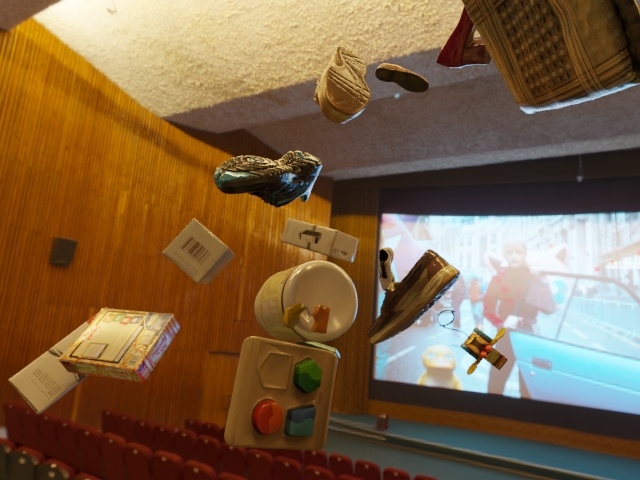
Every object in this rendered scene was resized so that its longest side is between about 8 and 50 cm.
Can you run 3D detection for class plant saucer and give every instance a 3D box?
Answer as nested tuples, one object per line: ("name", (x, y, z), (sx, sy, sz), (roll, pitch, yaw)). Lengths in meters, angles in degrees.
("plant saucer", (-0.017, 0.398, 1.661), (0.192, 0.018, 0.067), (10, -31, 27))

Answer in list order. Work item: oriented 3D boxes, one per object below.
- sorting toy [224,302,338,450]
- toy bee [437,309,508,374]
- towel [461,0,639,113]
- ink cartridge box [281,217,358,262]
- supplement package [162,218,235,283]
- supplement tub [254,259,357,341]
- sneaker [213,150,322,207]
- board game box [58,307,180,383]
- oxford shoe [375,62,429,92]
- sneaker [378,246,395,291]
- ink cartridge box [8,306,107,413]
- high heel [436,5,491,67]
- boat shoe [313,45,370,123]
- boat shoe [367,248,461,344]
("sorting toy", (-0.063, 0.279, 0.939), (0.229, 0.307, 0.041), (18, -18, -29))
("toy bee", (0.543, 0.375, 1.512), (0.298, 0.195, 0.162), (15, 10, -16))
("towel", (0.240, -0.311, 0.539), (0.056, 0.324, 0.312), (-26, 7, 11))
("ink cartridge box", (0.000, 0.000, 0.955), (0.135, 0.056, 0.099), (15, -2, 35))
("supplement package", (-0.279, 0.033, 1.037), (0.105, 0.105, 0.179), (40, -9, 0))
("supplement tub", (-0.060, 0.199, 1.384), (0.235, 0.235, 0.325), (9, -16, -26))
("sneaker", (-0.124, -0.140, 1.135), (0.125, 0.140, 0.341), (34, 31, 32))
("board game box", (-0.416, 0.213, 0.925), (0.193, 0.147, 0.045), (2, -52, 19))
("oxford shoe", (0.323, -0.640, 1.712), (0.212, 0.076, 0.076), (23, -37, 4))
("sneaker", (0.154, 0.069, 1.064), (0.040, 0.109, 0.044), (-7, -9, 29))
("ink cartridge box", (-0.582, 0.282, 1.043), (0.100, 0.237, 0.172), (50, -34, -5))
("high heel", (0.429, -0.719, 1.358), (0.181, 0.377, 0.127), (14, 41, 33))
("boat shoe", (0.046, -0.363, 1.088), (0.121, 0.341, 0.110), (31, -52, -14))
("boat shoe", (0.187, 0.128, 0.972), (0.103, 0.092, 0.285), (-12, -32, -41))
